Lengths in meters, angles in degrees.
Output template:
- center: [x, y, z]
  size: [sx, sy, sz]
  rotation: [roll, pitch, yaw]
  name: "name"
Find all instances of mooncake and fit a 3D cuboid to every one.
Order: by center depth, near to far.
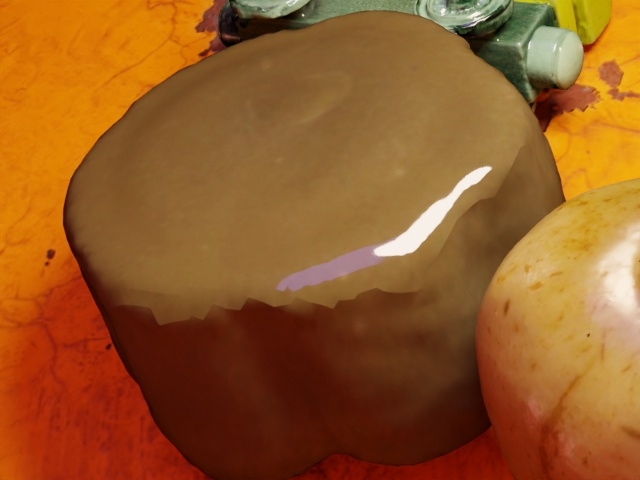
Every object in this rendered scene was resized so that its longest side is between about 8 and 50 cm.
- center: [0.000, 0.000, 1.723]
  size: [0.467, 0.262, 0.467]
  rotation: [-15, 39, 12]
  name: "mooncake"

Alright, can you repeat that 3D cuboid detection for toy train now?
- center: [0.108, -0.260, 2.013]
  size: [0.442, 0.179, 0.272]
  rotation: [11, 46, 31]
  name: "toy train"

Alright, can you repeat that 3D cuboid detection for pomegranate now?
- center: [0.292, 0.096, 1.471]
  size: [0.342, 0.342, 0.342]
  rotation: [-11, 45, 11]
  name: "pomegranate"
